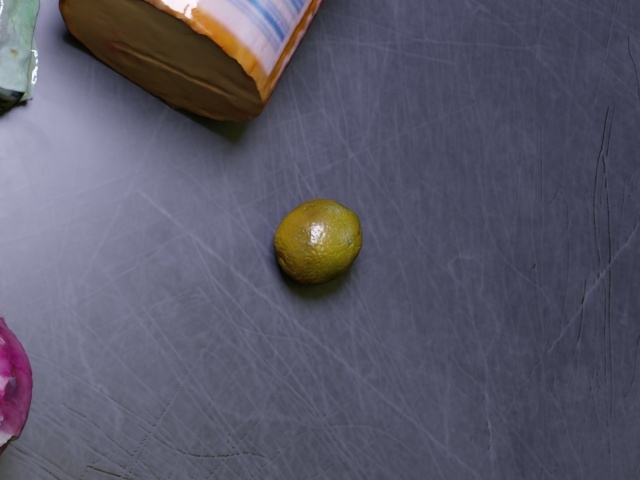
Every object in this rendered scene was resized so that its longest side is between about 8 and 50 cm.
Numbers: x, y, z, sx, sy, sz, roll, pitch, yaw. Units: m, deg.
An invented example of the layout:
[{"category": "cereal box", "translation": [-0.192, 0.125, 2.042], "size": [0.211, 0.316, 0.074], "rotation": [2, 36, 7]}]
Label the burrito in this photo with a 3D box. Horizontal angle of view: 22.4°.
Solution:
[{"category": "burrito", "translation": [-0.331, -0.248, 1.571], "size": [0.144, 0.089, 0.228], "rotation": [11, 81, -22]}]

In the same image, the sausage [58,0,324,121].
[{"category": "sausage", "translation": [-0.091, -0.296, 1.590], "size": [0.233, 0.233, 0.287], "rotation": [30, 73, -13]}]

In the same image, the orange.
[{"category": "orange", "translation": [0.000, 0.000, 1.655], "size": [0.095, 0.085, 0.085], "rotation": [-28, 92, -20]}]

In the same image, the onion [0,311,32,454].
[{"category": "onion", "translation": [-0.374, 0.151, 1.465], "size": [0.230, 0.163, 0.230], "rotation": [-2, 46, 2]}]
